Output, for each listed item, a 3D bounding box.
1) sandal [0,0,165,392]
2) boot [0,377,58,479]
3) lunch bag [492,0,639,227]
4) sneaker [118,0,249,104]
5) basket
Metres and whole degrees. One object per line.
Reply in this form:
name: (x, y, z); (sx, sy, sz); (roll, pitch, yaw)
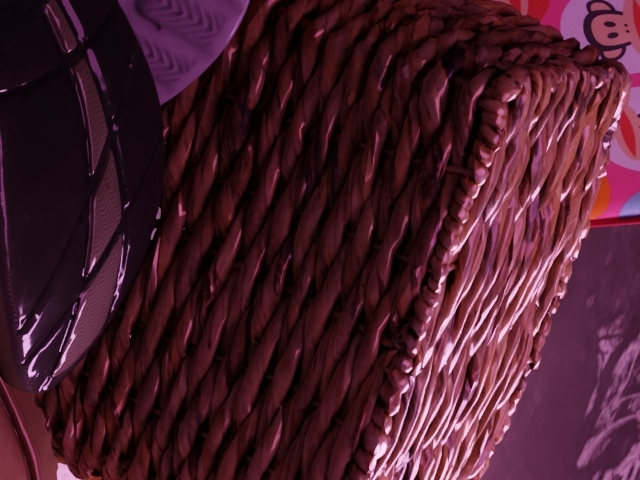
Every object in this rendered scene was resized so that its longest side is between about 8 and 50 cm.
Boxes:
sandal: (-0.142, -0.079, 0.748); (0.120, 0.086, 0.302); (-47, 132, -45)
boot: (-0.221, 0.096, 0.744); (0.269, 0.089, 0.236); (-42, 124, -60)
lunch bag: (0.124, -0.136, 1.051); (0.120, 0.258, 0.293); (-76, 153, -47)
sneaker: (-0.057, -0.187, 0.834); (0.321, 0.125, 0.180); (-48, -164, 24)
basket: (0.000, 0.000, 0.973); (0.213, 0.223, 0.299); (-13, 125, -62)
